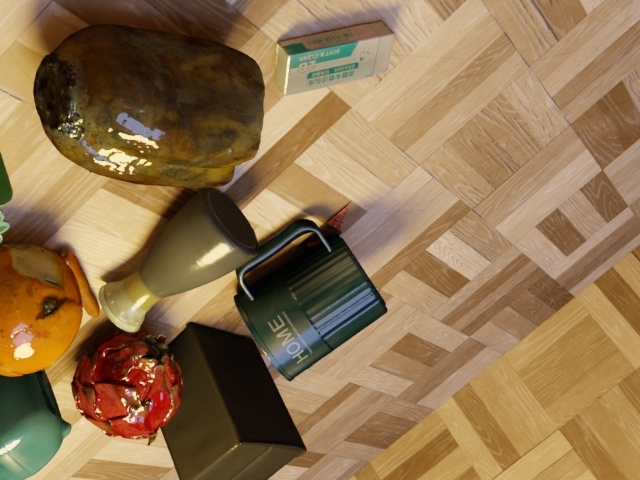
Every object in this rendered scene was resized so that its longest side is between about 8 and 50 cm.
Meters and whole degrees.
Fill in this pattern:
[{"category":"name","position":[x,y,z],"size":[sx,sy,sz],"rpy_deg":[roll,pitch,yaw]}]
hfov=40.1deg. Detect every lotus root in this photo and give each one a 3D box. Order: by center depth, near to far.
[{"category":"lotus root","position":[-0.273,-0.210,1.381],"size":[0.346,0.250,0.250],"rpy_deg":[3,132,-44]}]

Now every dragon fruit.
[{"category":"dragon fruit","position":[-0.420,0.318,1.933],"size":[0.244,0.244,0.299],"rpy_deg":[-10,149,-32]}]

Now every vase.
[{"category":"vase","position":[-0.295,0.051,1.773],"size":[0.321,0.173,0.173],"rpy_deg":[-37,147,15]}]

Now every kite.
[{"category":"kite","position":[0.000,-0.001,2.093],"size":[0.125,0.008,0.222],"rpy_deg":[-16,143,-25]}]

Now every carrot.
[{"category":"carrot","position":[-0.485,0.092,1.771],"size":[0.043,0.043,0.248],"rpy_deg":[-25,149,-12]}]

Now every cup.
[{"category":"cup","position":[-0.034,0.126,2.060],"size":[0.292,0.308,0.242],"rpy_deg":[-33,179,1]}]

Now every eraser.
[{"category":"eraser","position":[0.025,-0.340,1.632],"size":[0.225,0.052,0.095],"rpy_deg":[-18,142,-23]}]

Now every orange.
[{"category":"orange","position":[-0.548,0.123,1.575],"size":[0.240,0.240,0.240],"rpy_deg":[-23,146,-16]}]

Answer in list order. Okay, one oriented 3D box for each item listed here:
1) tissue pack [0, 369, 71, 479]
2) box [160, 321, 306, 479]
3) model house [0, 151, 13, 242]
[{"category":"tissue pack","position":[-0.626,0.322,1.718],"size":[0.206,0.287,0.198],"rpy_deg":[-28,144,-10]},{"category":"box","position":[-0.241,0.409,2.120],"size":[0.204,0.345,0.251],"rpy_deg":[-42,145,18]},{"category":"model house","position":[-0.642,-0.057,1.258],"size":[0.358,0.242,0.313],"rpy_deg":[-12,157,-34]}]
